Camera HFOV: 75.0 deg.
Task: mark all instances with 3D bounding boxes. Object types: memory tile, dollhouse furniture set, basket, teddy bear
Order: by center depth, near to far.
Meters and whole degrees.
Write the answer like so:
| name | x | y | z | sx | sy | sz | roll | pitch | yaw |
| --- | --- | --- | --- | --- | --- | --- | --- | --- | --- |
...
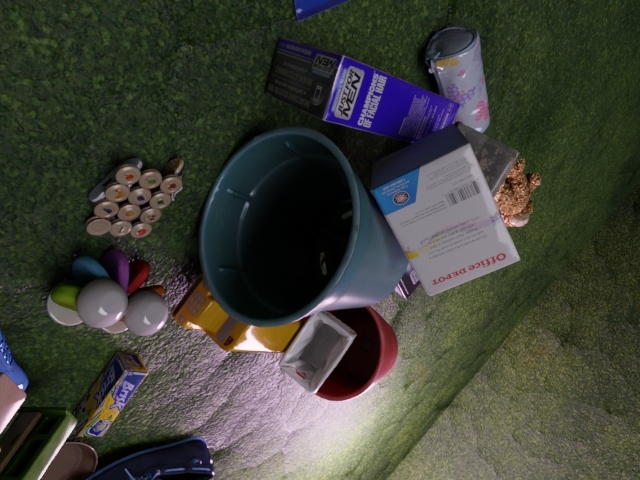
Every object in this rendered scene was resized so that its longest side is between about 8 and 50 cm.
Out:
| name | x | y | z | sx | sy | sz | roll | pitch | yaw |
| --- | --- | --- | --- | --- | --- | --- | --- | --- | --- |
| dollhouse furniture set | -0.586 | 0.288 | 0.631 | 0.301 | 0.151 | 0.198 | -4 | 127 | 12 |
| memory tile | -0.306 | -0.059 | 0.687 | 0.148 | 0.012 | 0.113 | -48 | 149 | 22 |
| basket | -0.002 | 0.262 | 1.011 | 0.167 | 0.113 | 0.103 | -55 | 165 | 3 |
| teddy bear | 0.674 | -0.147 | 1.473 | 0.245 | 0.113 | 0.338 | -35 | 136 | -15 |

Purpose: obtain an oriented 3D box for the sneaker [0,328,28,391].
| name | x | y | z | sx | sy | sz | roll | pitch | yaw |
| --- | --- | --- | --- | --- | --- | --- | --- | --- | --- |
| sneaker | -0.523 | 0.176 | 0.656 | 0.082 | 0.069 | 0.209 | -39 | 138 | -19 |

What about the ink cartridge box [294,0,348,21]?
| name | x | y | z | sx | sy | sz | roll | pitch | yaw |
| --- | --- | --- | --- | --- | --- | --- | --- | --- | --- |
| ink cartridge box | 0.009 | -0.530 | 0.634 | 0.165 | 0.065 | 0.333 | -35 | 137 | -19 |

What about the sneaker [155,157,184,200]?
| name | x | y | z | sx | sy | sz | roll | pitch | yaw |
| --- | --- | --- | --- | --- | --- | --- | --- | --- | --- |
| sneaker | -0.255 | -0.106 | 0.727 | 0.037 | 0.032 | 0.083 | 12 | 119 | -52 |

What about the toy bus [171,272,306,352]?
| name | x | y | z | sx | sy | sz | roll | pitch | yaw |
| --- | --- | --- | --- | --- | --- | --- | --- | --- | --- |
| toy bus | -0.160 | 0.169 | 0.907 | 0.108 | 0.130 | 0.332 | -52 | 154 | 1 |

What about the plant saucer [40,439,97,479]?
| name | x | y | z | sx | sy | sz | roll | pitch | yaw |
| --- | --- | --- | --- | --- | --- | --- | --- | --- | --- |
| plant saucer | -0.570 | 0.478 | 0.855 | 0.198 | 0.036 | 0.199 | -24 | 132 | -29 |

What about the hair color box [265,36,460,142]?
| name | x | y | z | sx | sy | sz | roll | pitch | yaw |
| --- | --- | --- | --- | --- | --- | --- | --- | --- | --- |
| hair color box | 0.089 | -0.272 | 0.798 | 0.338 | 0.185 | 0.110 | -2 | 119 | -42 |

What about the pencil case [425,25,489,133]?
| name | x | y | z | sx | sy | sz | roll | pitch | yaw |
| --- | --- | --- | --- | --- | --- | --- | --- | --- | --- |
| pencil case | 0.335 | -0.367 | 1.004 | 0.124 | 0.113 | 0.273 | -49 | 140 | -7 |

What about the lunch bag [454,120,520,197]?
| name | x | y | z | sx | sy | sz | roll | pitch | yaw |
| --- | --- | --- | --- | --- | --- | --- | --- | --- | --- |
| lunch bag | 0.317 | -0.131 | 0.999 | 0.235 | 0.168 | 0.287 | -62 | 172 | 11 |

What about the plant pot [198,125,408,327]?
| name | x | y | z | sx | sy | sz | roll | pitch | yaw |
| --- | --- | --- | --- | --- | --- | --- | --- | --- | --- |
| plant pot | 0.000 | 0.000 | 0.832 | 0.334 | 0.341 | 0.341 | 18 | 106 | -56 |

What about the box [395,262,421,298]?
| name | x | y | z | sx | sy | sz | roll | pitch | yaw |
| --- | --- | --- | --- | --- | --- | --- | --- | --- | --- |
| box | 0.274 | 0.003 | 1.244 | 0.242 | 0.076 | 0.307 | -44 | 138 | -9 |

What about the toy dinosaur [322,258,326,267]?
| name | x | y | z | sx | sy | sz | roll | pitch | yaw |
| --- | --- | --- | --- | --- | --- | --- | --- | --- | --- |
| toy dinosaur | 0.126 | 0.005 | 1.065 | 0.064 | 0.268 | 0.118 | -67 | 143 | -59 |

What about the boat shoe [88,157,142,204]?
| name | x | y | z | sx | sy | sz | roll | pitch | yaw |
| --- | --- | --- | --- | --- | --- | --- | --- | --- | --- |
| boat shoe | -0.322 | -0.091 | 0.672 | 0.100 | 0.035 | 0.035 | -44 | 148 | -5 |

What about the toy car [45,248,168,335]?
| name | x | y | z | sx | sy | sz | roll | pitch | yaw |
| --- | --- | --- | --- | --- | --- | --- | --- | --- | --- |
| toy car | -0.350 | 0.085 | 0.709 | 0.182 | 0.159 | 0.136 | 30 | 62 | -48 |

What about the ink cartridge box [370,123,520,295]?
| name | x | y | z | sx | sy | sz | roll | pitch | yaw |
| --- | --- | --- | --- | --- | --- | --- | --- | --- | --- |
| ink cartridge box | 0.219 | -0.057 | 0.763 | 0.171 | 0.168 | 0.233 | -24 | 110 | 18 |

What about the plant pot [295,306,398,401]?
| name | x | y | z | sx | sy | sz | roll | pitch | yaw |
| --- | --- | --- | --- | --- | --- | --- | --- | --- | --- |
| plant pot | 0.090 | 0.294 | 1.167 | 0.275 | 0.275 | 0.243 | -55 | 149 | 5 |

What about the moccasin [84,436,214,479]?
| name | x | y | z | sx | sy | sz | roll | pitch | yaw |
| --- | --- | --- | --- | --- | --- | --- | --- | --- | --- |
| moccasin | -0.400 | 0.570 | 0.989 | 0.342 | 0.117 | 0.138 | -3 | 129 | -46 |

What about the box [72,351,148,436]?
| name | x | y | z | sx | sy | sz | roll | pitch | yaw |
| --- | --- | --- | --- | --- | --- | --- | --- | --- | --- |
| box | -0.427 | 0.312 | 0.846 | 0.169 | 0.059 | 0.054 | -54 | 141 | 3 |
